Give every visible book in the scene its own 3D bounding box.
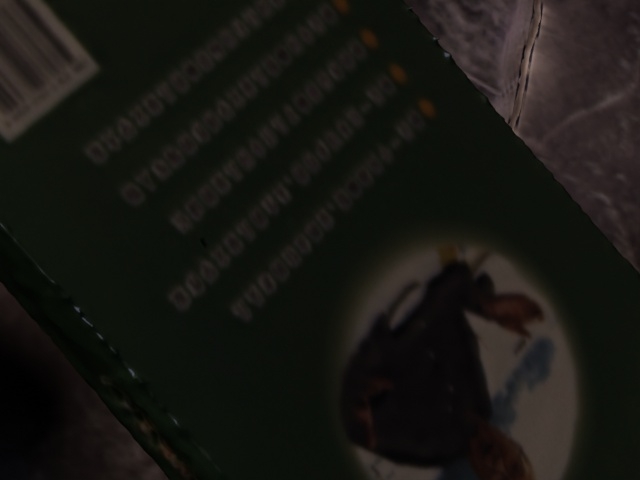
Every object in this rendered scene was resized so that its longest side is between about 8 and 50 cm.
[{"bbox_3d":[0.000,0.000,0.709,0.371,0.043,0.260,51,46,-7],"label":"book"}]
